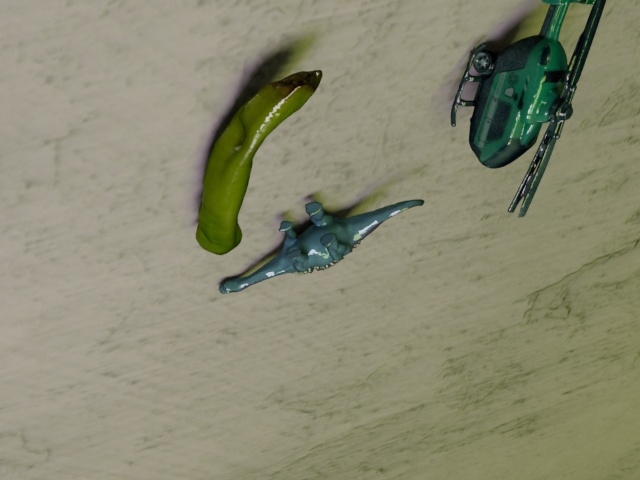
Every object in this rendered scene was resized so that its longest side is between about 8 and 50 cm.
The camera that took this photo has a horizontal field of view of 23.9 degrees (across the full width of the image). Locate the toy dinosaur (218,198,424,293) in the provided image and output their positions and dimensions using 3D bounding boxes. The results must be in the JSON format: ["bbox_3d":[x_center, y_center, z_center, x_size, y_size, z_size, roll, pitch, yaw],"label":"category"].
[{"bbox_3d":[0.000,0.000,1.317,0.197,0.045,0.080,-24,163,-2],"label":"toy dinosaur"}]

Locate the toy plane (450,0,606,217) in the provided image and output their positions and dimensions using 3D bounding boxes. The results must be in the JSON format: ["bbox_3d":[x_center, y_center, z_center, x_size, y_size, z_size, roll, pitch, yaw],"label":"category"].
[{"bbox_3d":[0.175,-0.140,1.235,0.060,0.096,0.235,-4,121,-44],"label":"toy plane"}]

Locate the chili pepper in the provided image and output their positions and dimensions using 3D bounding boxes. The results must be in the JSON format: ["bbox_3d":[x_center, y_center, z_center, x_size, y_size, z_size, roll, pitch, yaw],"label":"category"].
[{"bbox_3d":[-0.058,-0.062,1.165,0.201,0.050,0.052,-61,179,44],"label":"chili pepper"}]
